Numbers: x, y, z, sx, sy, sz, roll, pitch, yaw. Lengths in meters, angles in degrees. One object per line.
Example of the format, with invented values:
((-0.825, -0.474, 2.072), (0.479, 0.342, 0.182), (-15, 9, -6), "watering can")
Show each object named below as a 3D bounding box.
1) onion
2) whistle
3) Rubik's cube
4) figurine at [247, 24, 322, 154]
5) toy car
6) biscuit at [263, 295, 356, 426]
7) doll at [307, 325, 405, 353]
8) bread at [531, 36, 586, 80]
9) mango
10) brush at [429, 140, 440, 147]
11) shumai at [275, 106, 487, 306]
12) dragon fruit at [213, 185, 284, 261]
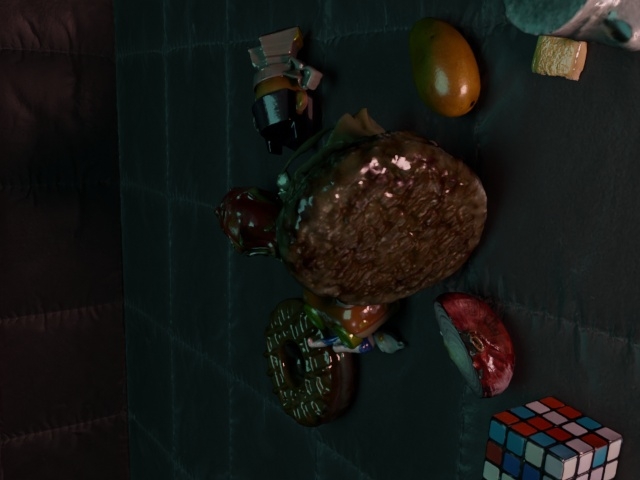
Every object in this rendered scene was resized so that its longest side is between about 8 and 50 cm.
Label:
((0.288, 0.176, 1.351), (0.151, 0.098, 0.206), (106, 142, -73), "onion")
((0.343, -0.401, 1.117), (0.404, 0.168, 0.188), (37, 125, 53), "whistle")
((0.371, 0.366, 1.215), (0.151, 0.155, 0.154), (25, 117, 50), "Rubik's cube")
((-0.096, -0.352, 1.817), (0.308, 0.143, 0.309), (178, 90, -76), "figurine")
((0.041, 0.092, 1.600), (0.235, 0.145, 0.235), (45, 160, 21), "toy car")
((-0.032, 0.298, 1.865), (0.332, 0.103, 0.332), (12, 104, 55), "biscuit")
((0.089, 0.209, 1.667), (0.227, 0.114, 0.057), (6, 127, 31), "doll")
((0.380, -0.296, 1.195), (0.083, 0.035, 0.070), (27, 118, 45), "bread")
((0.220, -0.327, 1.384), (0.136, 0.099, 0.228), (116, 144, -49), "mango")
((0.131, -0.154, 1.577), (0.312, 0.067, 0.072), (-8, 88, 55), "brush")
((0.090, -0.098, 1.406), (0.348, 0.394, 0.395), (-110, 32, -46), "shumai")
((-0.166, -0.025, 1.959), (0.200, 0.198, 0.269), (-36, 79, 41), "dragon fruit")
